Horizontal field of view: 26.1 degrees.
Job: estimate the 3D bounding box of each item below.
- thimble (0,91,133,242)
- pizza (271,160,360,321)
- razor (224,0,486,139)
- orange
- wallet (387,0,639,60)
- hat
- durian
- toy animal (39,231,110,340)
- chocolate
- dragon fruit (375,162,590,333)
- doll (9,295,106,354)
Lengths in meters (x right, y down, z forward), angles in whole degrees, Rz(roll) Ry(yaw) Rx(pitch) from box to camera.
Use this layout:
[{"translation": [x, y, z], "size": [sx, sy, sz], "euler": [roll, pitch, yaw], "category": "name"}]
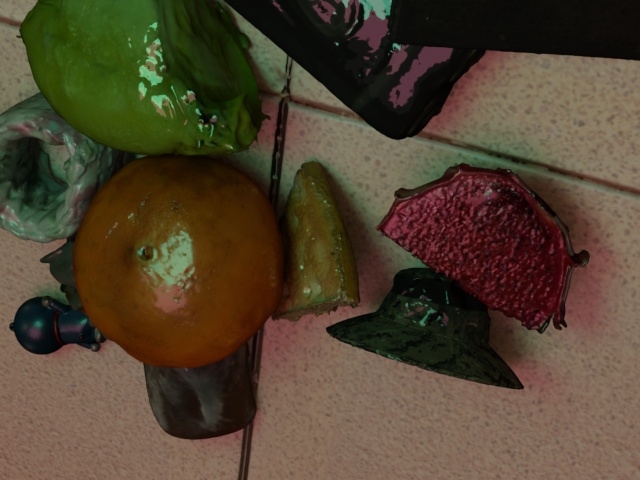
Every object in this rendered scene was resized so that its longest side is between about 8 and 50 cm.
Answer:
[{"translation": [-0.355, -0.108, 1.868], "size": [0.211, 0.149, 0.185], "euler": [-25, 104, 31], "category": "thimble"}, {"translation": [-0.003, 0.008, 1.822], "size": [0.188, 0.080, 0.204], "euler": [-32, 62, 58], "category": "pizza"}, {"translation": [0.028, -0.284, 1.625], "size": [0.349, 0.113, 0.204], "euler": [40, 123, -1], "category": "razor"}, {"translation": [-0.184, 0.026, 1.796], "size": [0.284, 0.226, 0.284], "euler": [-2, 83, 19], "category": "orange"}, {"translation": [0.240, -0.278, 1.503], "size": [0.321, 0.044, 0.170], "euler": [4, 135, -7], "category": "wallet"}, {"translation": [0.146, 0.098, 1.770], "size": [0.265, 0.265, 0.128], "euler": [14, 89, 15], "category": "hat"}, {"translation": [-0.223, -0.225, 1.730], "size": [0.339, 0.204, 0.256], "euler": [-2, 103, 33], "category": "durian"}, {"translation": [-0.294, 0.079, 1.971], "size": [0.138, 0.108, 0.236], "euler": [-26, 106, 32], "category": "toy animal"}, {"translation": [-0.177, 0.182, 1.963], "size": [0.157, 0.080, 0.254], "euler": [-7, 118, -2], "category": "chocolate"}, {"translation": [0.219, -0.021, 1.700], "size": [0.274, 0.126, 0.161], "euler": [32, 116, -9], "category": "dragon fruit"}, {"translation": [-0.393, 0.126, 2.059], "size": [0.152, 0.085, 0.114], "euler": [-5, 128, 14], "category": "doll"}]
